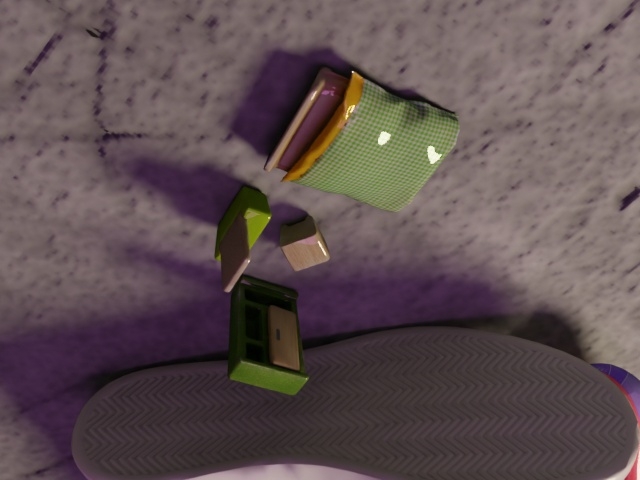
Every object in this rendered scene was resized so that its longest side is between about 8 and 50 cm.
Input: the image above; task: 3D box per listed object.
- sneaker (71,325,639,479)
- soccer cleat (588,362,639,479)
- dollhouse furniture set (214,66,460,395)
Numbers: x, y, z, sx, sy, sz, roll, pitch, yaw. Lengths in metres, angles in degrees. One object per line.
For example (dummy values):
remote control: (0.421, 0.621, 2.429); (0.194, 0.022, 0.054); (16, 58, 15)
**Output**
sneaker: (0.025, 0.143, 0.561); (0.292, 0.108, 0.169); (-3, 135, 9)
soccer cleat: (0.185, 0.158, 0.615); (0.095, 0.083, 0.248); (-27, 131, -22)
dollhouse furniture set: (0.000, 0.000, 0.451); (0.076, 0.059, 0.152); (19, 127, -22)
